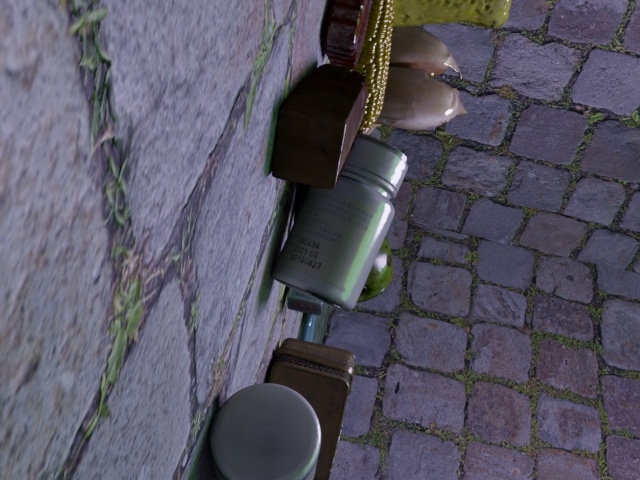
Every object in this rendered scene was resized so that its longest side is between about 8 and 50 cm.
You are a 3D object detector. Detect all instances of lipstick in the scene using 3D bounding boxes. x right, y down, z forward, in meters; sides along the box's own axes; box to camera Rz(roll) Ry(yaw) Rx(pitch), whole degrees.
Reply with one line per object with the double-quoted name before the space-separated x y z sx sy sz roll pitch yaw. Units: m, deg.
"lipstick" 0.000 0.000 1.526 0.076 0.077 0.290 93 9 -65

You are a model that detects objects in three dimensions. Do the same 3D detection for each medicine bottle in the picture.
"medicine bottle" -0.074 0.294 1.014 0.237 0.139 0.139 100 5 -56
"medicine bottle" 0.036 -0.030 1.200 0.143 0.143 0.258 74 41 -82

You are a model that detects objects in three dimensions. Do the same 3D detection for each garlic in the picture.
"garlic" 0.204 -0.388 1.931 0.286 0.249 0.313 -53 -154 -21

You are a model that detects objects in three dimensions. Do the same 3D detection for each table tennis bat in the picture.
"table tennis bat" -0.024 0.185 2.087 0.153 0.040 0.244 90 10 -68

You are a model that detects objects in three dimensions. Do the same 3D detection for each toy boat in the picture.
"toy boat" -0.015 -0.055 1.297 0.060 0.055 0.141 -128 -134 -66

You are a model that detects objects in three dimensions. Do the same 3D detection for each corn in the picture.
"corn" 0.079 -0.339 1.376 0.106 0.106 0.305 -70 171 -60

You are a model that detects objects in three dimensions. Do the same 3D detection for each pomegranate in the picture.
"pomegranate" 0.060 0.033 1.863 0.214 0.214 0.248 99 -30 -46

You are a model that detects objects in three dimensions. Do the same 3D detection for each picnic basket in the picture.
"picnic basket" -0.032 0.338 1.535 0.139 0.165 0.267 -62 163 -72

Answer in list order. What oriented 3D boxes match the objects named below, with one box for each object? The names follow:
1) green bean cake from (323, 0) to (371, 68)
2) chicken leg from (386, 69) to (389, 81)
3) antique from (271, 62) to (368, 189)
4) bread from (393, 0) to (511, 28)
"green bean cake" 0.043 -0.346 1.185 0.136 0.056 0.135 64 38 -84
"chicken leg" 0.125 -0.461 1.819 0.113 0.093 0.304 74 23 -58
"antique" 0.009 -0.171 1.058 0.310 0.087 0.093 -67 168 -64
"bread" 0.246 -0.573 1.513 0.348 0.307 0.348 15 90 -83
